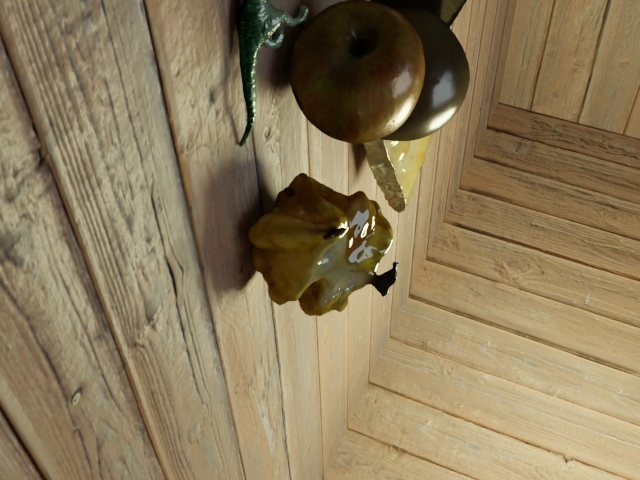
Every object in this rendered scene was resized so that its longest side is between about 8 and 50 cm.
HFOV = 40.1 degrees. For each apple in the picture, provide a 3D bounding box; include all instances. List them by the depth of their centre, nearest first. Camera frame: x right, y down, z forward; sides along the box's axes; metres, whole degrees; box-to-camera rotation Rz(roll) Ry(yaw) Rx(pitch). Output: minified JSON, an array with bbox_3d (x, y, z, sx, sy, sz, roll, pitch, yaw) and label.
[{"bbox_3d":[0.069,-0.308,1.655,0.264,0.265,0.264,18,90,-74],"label":"apple"}]

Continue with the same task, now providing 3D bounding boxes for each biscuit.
[{"bbox_3d":[0.210,-0.364,2.288,0.429,0.104,0.446,51,55,-54],"label":"biscuit"}]

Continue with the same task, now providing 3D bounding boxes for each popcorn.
[{"bbox_3d":[0.000,0.000,1.790,0.297,0.281,0.315,-31,131,-20],"label":"popcorn"}]

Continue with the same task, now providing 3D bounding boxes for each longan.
[{"bbox_3d":[0.181,-0.359,1.927,0.297,0.297,0.297,18,90,-74],"label":"longan"}]

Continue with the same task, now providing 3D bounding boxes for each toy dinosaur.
[{"bbox_3d":[-0.081,-0.322,1.435,0.129,0.076,0.382,-25,134,-24],"label":"toy dinosaur"}]

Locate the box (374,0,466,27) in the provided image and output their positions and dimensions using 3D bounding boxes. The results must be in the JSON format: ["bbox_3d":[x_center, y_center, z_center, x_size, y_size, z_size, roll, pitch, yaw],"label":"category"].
[{"bbox_3d":[0.253,-0.620,2.058,0.143,0.184,0.273,94,22,-44],"label":"box"}]
